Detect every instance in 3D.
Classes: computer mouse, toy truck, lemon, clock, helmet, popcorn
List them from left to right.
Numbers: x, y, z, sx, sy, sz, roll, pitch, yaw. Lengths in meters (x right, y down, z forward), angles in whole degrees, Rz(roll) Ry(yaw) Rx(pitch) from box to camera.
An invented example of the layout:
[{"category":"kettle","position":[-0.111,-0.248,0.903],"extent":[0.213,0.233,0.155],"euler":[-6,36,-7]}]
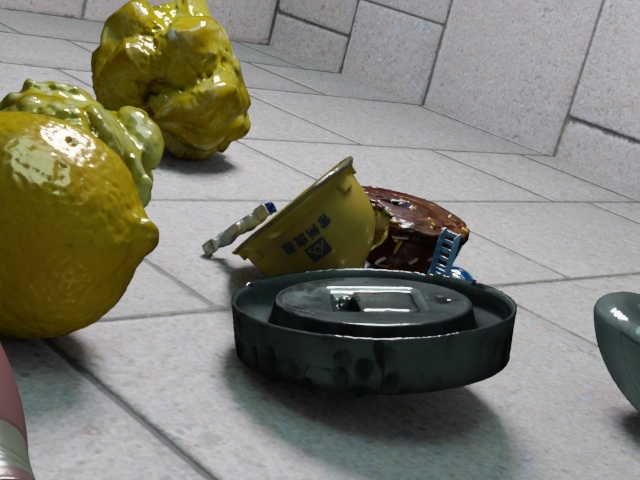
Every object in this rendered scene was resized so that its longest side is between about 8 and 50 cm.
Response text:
[{"category":"lemon","position":[-0.293,-0.012,1.100],"extent":[0.253,0.228,0.228],"euler":[22,16,-2]},{"category":"popcorn","position":[-0.340,-0.113,1.463],"extent":[0.255,0.195,0.256],"euler":[18,-5,-5]},{"category":"helmet","position":[0.000,0.000,1.444],"extent":[0.140,0.205,0.257],"euler":[51,3,-6]},{"category":"clock","position":[0.059,0.093,1.218],"extent":[0.319,0.066,0.319],"euler":[0,11,0]},{"category":"toy truck","position":[0.176,0.050,1.465],"extent":[0.063,0.136,0.074],"euler":[26,19,40]},{"category":"computer mouse","position":[0.475,0.192,1.279],"extent":[0.371,0.122,0.188],"euler":[31,23,28]}]

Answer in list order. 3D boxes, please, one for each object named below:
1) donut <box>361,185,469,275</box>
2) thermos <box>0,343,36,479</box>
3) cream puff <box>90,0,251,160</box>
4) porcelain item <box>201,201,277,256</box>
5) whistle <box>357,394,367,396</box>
[{"category":"donut","position":[0.118,-0.015,1.716],"extent":[0.230,0.096,0.216],"euler":[25,16,33]},{"category":"thermos","position":[-0.290,0.131,0.775],"extent":[0.176,0.146,0.265],"euler":[10,21,-38]},{"category":"cream puff","position":[-0.275,-0.267,2.000],"extent":[0.270,0.323,0.274],"euler":[-30,66,-13]},{"category":"porcelain item","position":[-0.099,-0.022,1.507],"extent":[0.075,0.136,0.021],"euler":[-25,84,-56]},{"category":"whistle","position":[0.080,0.138,1.260],"extent":[0.039,0.039,0.186],"euler":[20,16,20]}]
